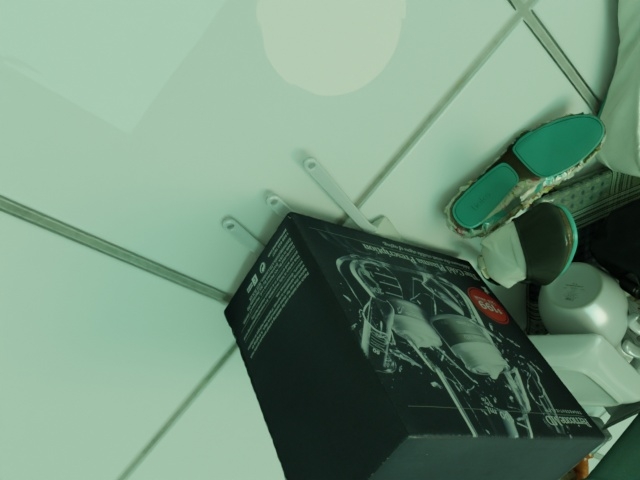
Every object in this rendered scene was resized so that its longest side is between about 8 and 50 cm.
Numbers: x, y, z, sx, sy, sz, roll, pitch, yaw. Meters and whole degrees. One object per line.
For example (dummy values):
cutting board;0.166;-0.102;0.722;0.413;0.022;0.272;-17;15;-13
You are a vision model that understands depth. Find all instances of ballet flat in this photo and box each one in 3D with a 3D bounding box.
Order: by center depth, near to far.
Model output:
ballet flat;0.437;-0.248;0.767;0.139;0.139;0.401;-18;130;-14
ballet flat;0.264;0.024;0.841;0.096;0.095;0.280;-15;165;5
ballet flat;0.271;-0.086;0.848;0.240;0.091;0.077;-34;163;4

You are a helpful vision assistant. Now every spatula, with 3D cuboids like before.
spatula;0.000;0.000;0.802;0.168;0.019;0.242;-36;133;9

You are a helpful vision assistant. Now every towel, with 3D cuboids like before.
towel;0.478;-0.010;1.030;0.324;0.056;0.312;-21;128;-9

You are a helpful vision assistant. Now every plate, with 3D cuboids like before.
plate;0.359;0.220;1.016;0.277;0.045;0.277;-10;148;40

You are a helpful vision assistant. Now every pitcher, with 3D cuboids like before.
pitcher;0.439;0.126;0.961;0.207;0.177;0.126;49;56;-40

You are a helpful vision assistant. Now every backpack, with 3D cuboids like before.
backpack;0.614;0.052;0.931;0.273;0.290;0.355;-54;134;-2

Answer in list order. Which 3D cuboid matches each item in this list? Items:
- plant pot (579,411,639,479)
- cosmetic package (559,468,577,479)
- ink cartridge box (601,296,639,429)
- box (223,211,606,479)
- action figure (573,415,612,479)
plant pot;0.622;0.444;1.063;0.334;0.341;0.341;-46;135;-19
cosmetic package;0.301;0.442;1.176;0.296;0.153;0.129;-18;154;-17
ink cartridge box;0.661;0.203;1.212;0.309;0.130;0.272;-18;138;-15
box;0.104;0.159;0.756;0.343;0.313;0.179;14;124;-38
action figure;0.519;0.579;1.353;0.341;0.178;0.331;-12;115;-52
